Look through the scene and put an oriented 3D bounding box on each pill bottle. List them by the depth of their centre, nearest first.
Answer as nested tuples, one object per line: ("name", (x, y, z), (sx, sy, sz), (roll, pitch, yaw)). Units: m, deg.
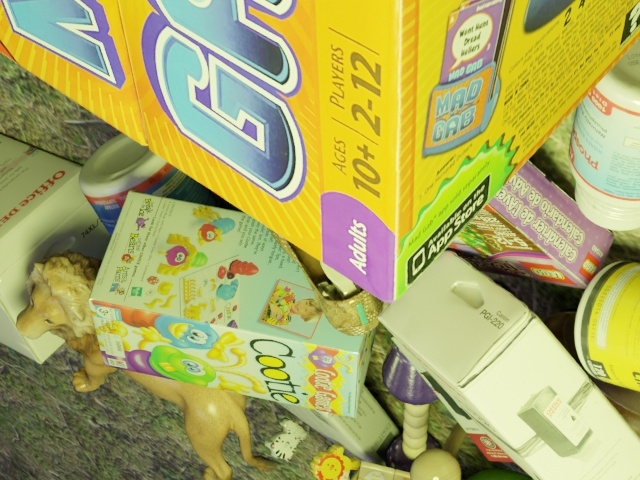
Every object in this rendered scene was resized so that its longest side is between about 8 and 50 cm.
("pill bottle", (0.223, -0.079, 1.042), (0.087, 0.087, 0.160), (34, 152, 22))
("pill bottle", (0.298, 0.079, 1.147), (0.184, 0.103, 0.103), (13, 140, 48))
("pill bottle", (-0.172, -0.013, 1.677), (0.124, 0.124, 0.221), (11, 139, 49))

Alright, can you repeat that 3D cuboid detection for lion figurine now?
("lion figurine", (-0.201, 0.160, 1.848), (0.392, 0.142, 0.240), (29, 151, -2))

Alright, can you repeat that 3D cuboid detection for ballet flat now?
("ballet flat", (0.000, 0.000, 1.437), (0.206, 0.073, 0.067), (54, 168, 31))

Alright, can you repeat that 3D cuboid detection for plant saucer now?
("plant saucer", (0.274, 0.119, 1.330), (0.168, 0.029, 0.168), (35, 152, 22))

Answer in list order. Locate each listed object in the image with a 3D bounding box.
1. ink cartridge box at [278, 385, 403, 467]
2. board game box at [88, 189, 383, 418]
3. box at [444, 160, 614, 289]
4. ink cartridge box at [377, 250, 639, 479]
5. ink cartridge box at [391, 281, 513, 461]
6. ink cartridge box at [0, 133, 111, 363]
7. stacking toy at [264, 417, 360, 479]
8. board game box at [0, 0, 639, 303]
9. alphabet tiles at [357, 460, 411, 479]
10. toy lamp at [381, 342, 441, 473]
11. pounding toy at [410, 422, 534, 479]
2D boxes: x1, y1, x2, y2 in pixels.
("ink cartridge box", (-0.034, 0.160, 1.720), (0.239, 0.060, 0.275), (33, 170, 25))
("board game box", (-0.080, 0.067, 1.521), (0.275, 0.144, 0.142), (11, 147, 8))
("box", (0.079, -0.043, 1.265), (0.201, 0.057, 0.293), (35, 164, -37))
("ink cartridge box", (0.169, 0.126, 1.265), (0.218, 0.092, 0.158), (49, 175, -31))
("ink cartridge box", (0.171, 0.133, 1.450), (0.175, 0.072, 0.127), (51, 154, -14))
("ink cartridge box", (-0.427, -0.001, 1.983), (0.270, 0.198, 0.197), (21, 145, 41))
("stacking toy", (0.044, 0.312, 1.847), (0.221, 0.052, 0.167), (40, 170, -24))
("board game box", (0.007, -0.266, 0.769), (0.356, 0.356, 0.356), (33, 152, 23))
("alphabet tiles", (0.155, 0.330, 1.721), (0.237, 0.009, 0.198), (13, 147, 6))
("toy lamp", (0.107, 0.184, 1.616), (0.080, 0.080, 0.275), (32, 153, 24))
("pounding toy", (0.221, 0.277, 1.527), (0.237, 0.183, 0.110), (50, 122, 6))
